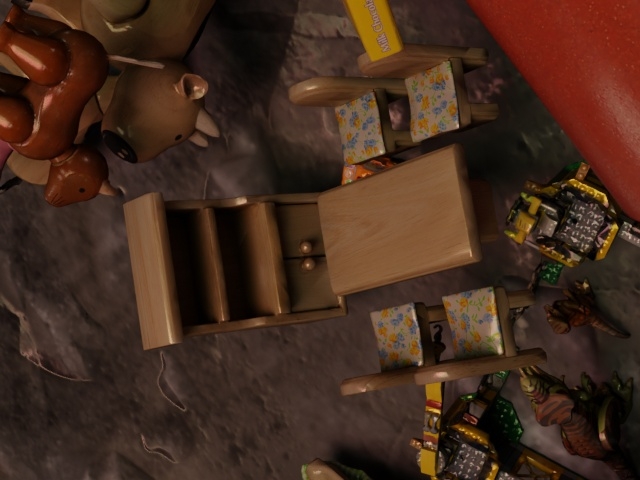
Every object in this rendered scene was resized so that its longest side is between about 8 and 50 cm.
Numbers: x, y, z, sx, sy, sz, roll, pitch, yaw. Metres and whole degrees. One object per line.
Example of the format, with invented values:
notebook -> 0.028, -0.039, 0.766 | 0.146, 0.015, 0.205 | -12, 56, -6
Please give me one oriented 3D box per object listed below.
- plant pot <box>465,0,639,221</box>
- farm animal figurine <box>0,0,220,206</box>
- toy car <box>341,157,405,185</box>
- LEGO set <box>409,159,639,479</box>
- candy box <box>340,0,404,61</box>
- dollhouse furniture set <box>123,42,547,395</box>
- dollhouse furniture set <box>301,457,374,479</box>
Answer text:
plant pot -> 0.197, -0.170, 0.681 | 0.272, 0.272, 0.265 | -27, 102, 32
farm animal figurine -> -0.147, -0.144, 0.886 | 0.172, 0.330, 0.327 | 28, 86, -19
toy car -> 0.053, -0.076, 0.905 | 0.060, 0.040, 0.122 | 35, 121, 13
LEGO set -> 0.185, 0.119, 0.815 | 0.255, 0.192, 0.331 | 36, 120, 12
candy box -> 0.008, -0.200, 0.785 | 0.027, 0.206, 0.105 | -24, 119, 4
dollhouse furniture set -> 0.000, 0.000, 0.813 | 0.242, 0.161, 0.212 | -17, 80, 50
dollhouse furniture set -> 0.129, 0.301, 0.969 | 0.301, 0.151, 0.198 | 32, 132, 49
